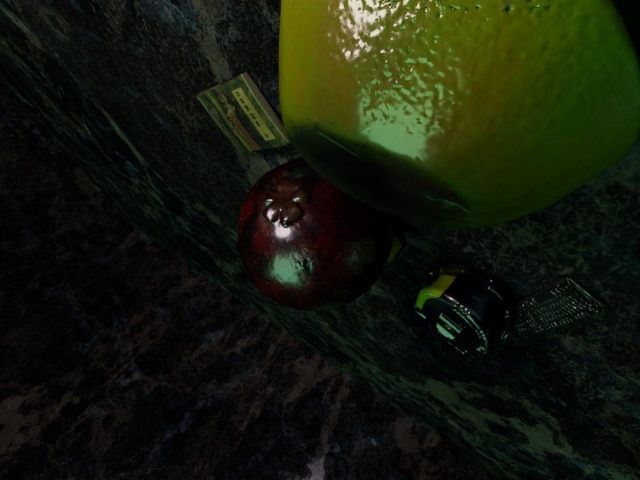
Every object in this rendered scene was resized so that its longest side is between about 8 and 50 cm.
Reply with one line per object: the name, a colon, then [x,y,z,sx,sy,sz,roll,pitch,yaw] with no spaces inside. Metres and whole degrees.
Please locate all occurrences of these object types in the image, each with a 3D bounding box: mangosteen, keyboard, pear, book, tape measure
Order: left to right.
book: [-0.163,-0.258,1.008,0.228,0.024,0.160,9,141,55]
mangosteen: [-0.004,-0.012,0.898,0.311,0.311,0.311,34,159,15]
pear: [0.096,-0.125,0.488,0.398,0.165,0.399,29,173,4]
tape measure: [0.272,0.134,0.946,0.199,0.112,0.186,36,156,22]
keyboard: [0.394,0.124,0.848,0.072,0.023,0.231,39,160,9]

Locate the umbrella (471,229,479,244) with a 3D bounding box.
umbrella: [0.251,-0.028,0.793,0.022,0.013,0.122,8,147,18]
